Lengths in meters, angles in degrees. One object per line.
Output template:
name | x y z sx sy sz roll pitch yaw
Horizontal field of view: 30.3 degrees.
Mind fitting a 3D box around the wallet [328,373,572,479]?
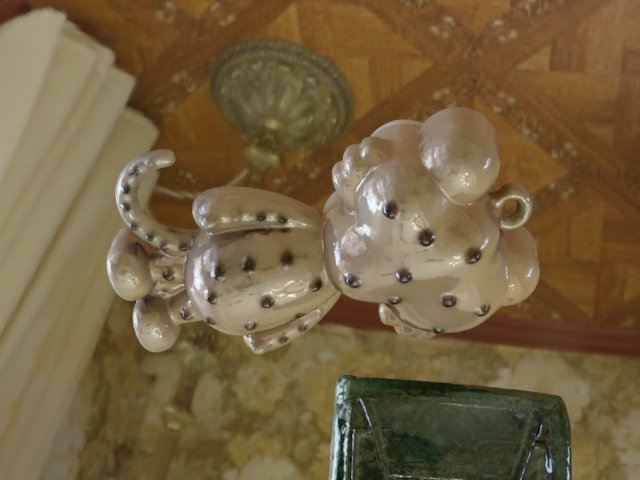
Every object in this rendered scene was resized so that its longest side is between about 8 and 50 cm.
wallet | 0.079 0.206 0.729 0.160 0.236 0.055 7 160 -10

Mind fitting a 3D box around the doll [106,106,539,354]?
doll | 0.000 0.002 0.768 0.278 0.119 0.154 -6 122 8
